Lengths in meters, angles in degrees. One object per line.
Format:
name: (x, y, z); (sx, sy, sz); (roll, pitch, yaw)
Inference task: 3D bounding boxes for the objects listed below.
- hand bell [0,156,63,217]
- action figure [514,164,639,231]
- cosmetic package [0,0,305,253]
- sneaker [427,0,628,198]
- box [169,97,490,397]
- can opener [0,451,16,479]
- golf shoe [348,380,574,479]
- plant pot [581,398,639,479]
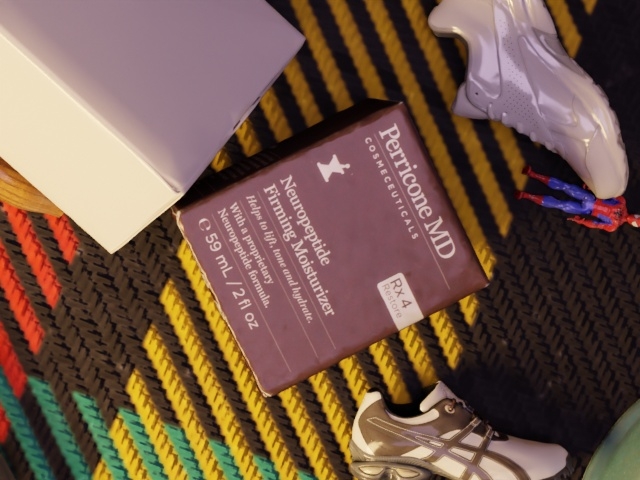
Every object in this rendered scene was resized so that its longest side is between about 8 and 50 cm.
hand bell: (-0.316, -0.082, 1.436); (0.242, 0.126, 0.126); (31, 91, -21)
action figure: (0.229, -0.033, 1.528); (0.115, 0.030, 0.038); (17, 88, -10)
cosmetic package: (-0.219, -0.192, 1.361); (0.365, 0.155, 0.197); (44, 56, -9)
sneaker: (0.173, -0.123, 1.492); (0.115, 0.090, 0.232); (-34, 89, 4)
box: (0.000, 0.000, 1.432); (0.203, 0.167, 0.168); (-27, 98, -4)
can opener: (-0.276, 0.201, 1.478); (0.093, 0.074, 0.280); (-39, 102, -37)
golf shoe: (0.125, 0.170, 1.510); (0.198, 0.077, 0.094); (3, 95, -8)
plant pot: (0.410, 0.284, 1.425); (0.341, 0.334, 0.341); (0, 95, -6)
